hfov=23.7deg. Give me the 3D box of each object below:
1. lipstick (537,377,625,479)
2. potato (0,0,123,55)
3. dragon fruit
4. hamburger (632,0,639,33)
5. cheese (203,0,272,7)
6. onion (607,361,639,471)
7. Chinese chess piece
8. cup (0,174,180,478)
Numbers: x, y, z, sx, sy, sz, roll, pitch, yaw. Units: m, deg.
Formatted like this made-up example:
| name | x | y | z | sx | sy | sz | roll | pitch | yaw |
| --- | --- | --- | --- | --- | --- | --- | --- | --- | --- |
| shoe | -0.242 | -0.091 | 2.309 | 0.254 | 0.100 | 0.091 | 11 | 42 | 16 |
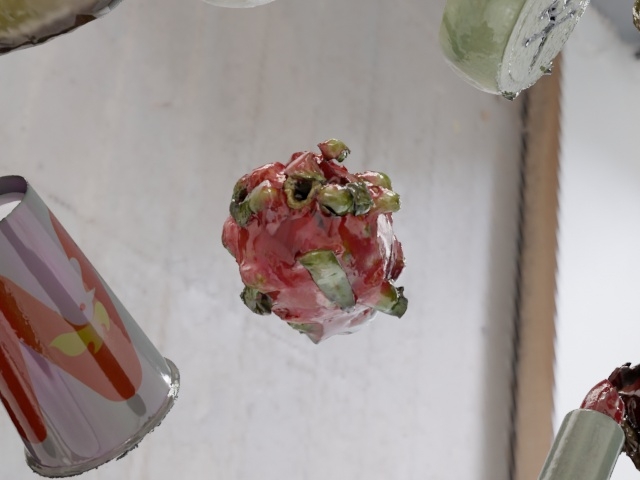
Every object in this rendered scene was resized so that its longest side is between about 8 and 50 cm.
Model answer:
| name | x | y | z | sx | sy | sz | roll | pitch | yaw |
| --- | --- | --- | --- | --- | --- | --- | --- | --- | --- |
| lipstick | 0.159 | 0.159 | 0.972 | 0.063 | 0.057 | 0.186 | 27 | 56 | 3 |
| potato | -0.128 | -0.346 | 0.719 | 0.442 | 0.385 | 0.319 | -44 | 121 | -5 |
| dragon fruit | 0.000 | 0.000 | 1.290 | 0.160 | 0.166 | 0.172 | -62 | 158 | -12 |
| hamburger | 0.347 | -0.210 | 1.219 | 0.132 | 0.211 | 0.309 | 38 | 52 | -12 |
| cheese | -0.094 | -0.341 | 1.683 | 0.198 | 0.189 | 0.154 | -34 | 135 | -41 |
| onion | 0.379 | 0.152 | 1.397 | 0.347 | 0.285 | 0.348 | -7 | 90 | -72 |
| Chinese chess piece | 0.187 | -0.225 | 1.405 | 0.188 | 0.083 | 0.188 | -46 | 158 | -24 |
| cup | -0.299 | 0.085 | 1.625 | 0.288 | 0.203 | 0.203 | 62 | 36 | -27 |
